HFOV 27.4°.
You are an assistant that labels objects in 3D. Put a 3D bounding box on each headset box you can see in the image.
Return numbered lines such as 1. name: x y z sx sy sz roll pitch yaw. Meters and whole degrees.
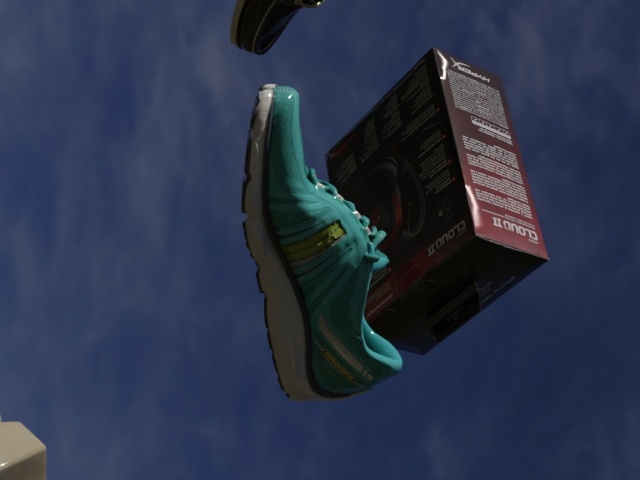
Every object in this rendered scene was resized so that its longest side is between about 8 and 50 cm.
1. headset box: 0.122 -0.029 1.463 0.218 0.110 0.293 -43 -138 39

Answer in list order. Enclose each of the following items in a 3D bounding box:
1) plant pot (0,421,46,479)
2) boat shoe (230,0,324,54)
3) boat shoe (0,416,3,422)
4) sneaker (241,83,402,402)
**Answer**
1. plant pot: -0.452 0.322 1.874 0.109 0.096 0.109 32 -52 35
2. boat shoe: -0.016 -0.281 1.346 0.068 0.081 0.228 37 -68 14
3. boat shoe: -0.518 0.397 1.960 0.109 0.094 0.302 74 28 -75
4. sneaker: 0.000 0.000 1.087 0.107 0.110 0.275 -74 152 -71
